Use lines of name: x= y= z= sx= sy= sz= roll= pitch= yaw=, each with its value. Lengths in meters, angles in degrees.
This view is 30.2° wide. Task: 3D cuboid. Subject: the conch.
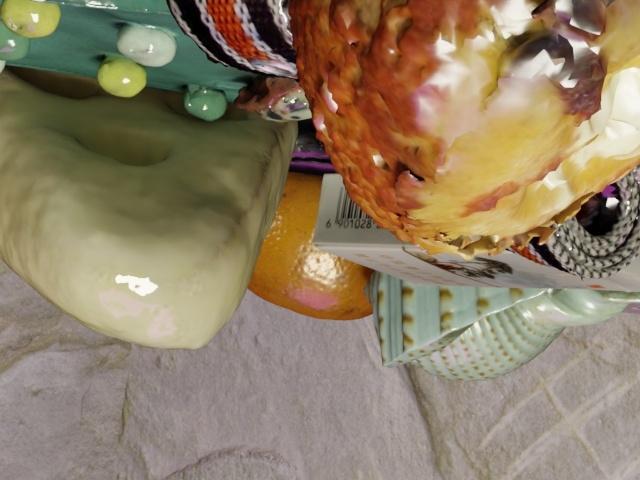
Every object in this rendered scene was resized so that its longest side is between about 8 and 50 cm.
conch: x=0.183 y=0.013 z=1.202 sx=0.319 sy=0.215 sz=0.303 roll=-30 pitch=165 yaw=18

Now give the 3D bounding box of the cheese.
cheese: x=-0.191 y=-0.050 z=0.861 sx=0.351 sy=0.129 sz=0.328 roll=13 pitch=-153 yaw=-8

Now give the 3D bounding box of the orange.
orange: x=0.000 y=0.000 z=1.414 sx=0.224 sy=0.170 sz=0.224 roll=18 pitch=-169 yaw=-4

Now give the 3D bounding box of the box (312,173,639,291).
box: x=0.131 y=-0.006 z=0.892 sx=0.233 sy=0.067 sz=0.149 roll=1 pitch=170 yaw=39

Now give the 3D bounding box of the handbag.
handbag: x=-0.105 y=-0.136 z=0.737 sx=0.274 sy=0.100 sz=0.268 roll=11 pitch=172 yaw=-27

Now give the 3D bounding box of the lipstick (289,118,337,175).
lipstick: x=0.142 y=-0.079 z=1.043 sx=0.418 sy=0.077 sz=0.077 roll=6 pitch=172 yaw=5

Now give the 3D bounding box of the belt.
belt: x=0.065 y=-0.081 z=0.630 sx=0.094 sy=0.126 sz=0.359 roll=9 pitch=160 yaw=45

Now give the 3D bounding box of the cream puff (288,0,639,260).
cream puff: x=0.090 y=-0.106 z=0.445 sx=0.240 sy=0.164 sz=0.240 roll=-26 pitch=166 yaw=-7
